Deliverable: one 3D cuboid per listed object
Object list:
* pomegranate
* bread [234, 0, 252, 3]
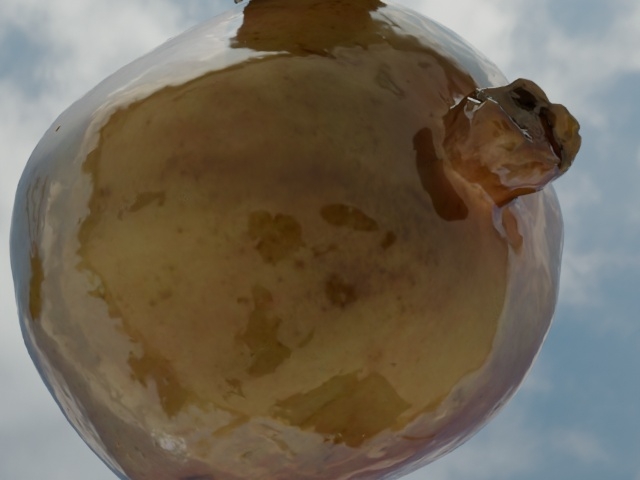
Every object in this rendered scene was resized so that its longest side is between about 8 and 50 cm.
[{"bbox_3d":[0.000,0.000,0.799,0.252,0.270,0.229,-29,-85,-45],"label":"pomegranate"},{"bbox_3d":[0.015,-0.189,0.888,0.039,0.251,0.182,39,-88,4],"label":"bread"}]
